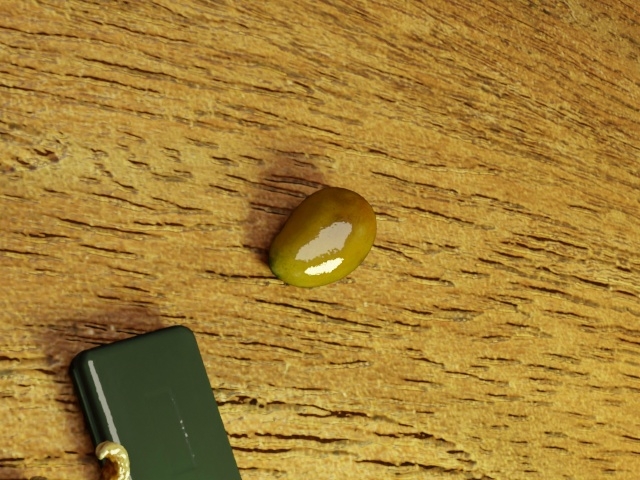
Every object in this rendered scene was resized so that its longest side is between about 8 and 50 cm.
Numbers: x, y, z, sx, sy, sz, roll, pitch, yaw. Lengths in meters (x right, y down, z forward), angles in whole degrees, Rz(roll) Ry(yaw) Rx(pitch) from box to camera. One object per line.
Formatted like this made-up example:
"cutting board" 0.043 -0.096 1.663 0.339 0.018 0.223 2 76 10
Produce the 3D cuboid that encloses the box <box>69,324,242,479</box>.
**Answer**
"box" -0.182 0.218 1.478 0.160 0.050 0.230 -14 82 -40

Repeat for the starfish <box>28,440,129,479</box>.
"starfish" -0.205 0.363 1.273 0.094 0.327 0.375 -18 52 -29

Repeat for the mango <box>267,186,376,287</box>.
"mango" 0.005 0.002 1.684 0.111 0.089 0.163 38 63 -6
